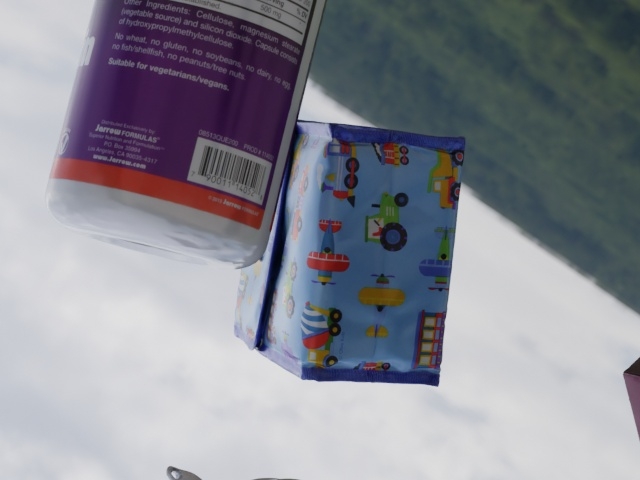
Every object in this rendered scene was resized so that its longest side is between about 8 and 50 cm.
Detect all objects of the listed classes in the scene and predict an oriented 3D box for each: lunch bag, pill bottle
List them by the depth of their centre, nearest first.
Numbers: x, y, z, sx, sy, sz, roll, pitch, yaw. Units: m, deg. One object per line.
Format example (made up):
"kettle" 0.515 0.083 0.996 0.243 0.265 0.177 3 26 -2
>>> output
"pill bottle" -0.098 -0.148 1.373 0.182 0.323 0.181 13 174 1
"lunch bag" 0.000 0.000 1.598 0.138 0.221 0.293 5 -176 -24

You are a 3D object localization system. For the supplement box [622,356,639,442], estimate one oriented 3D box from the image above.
"supplement box" 0.317 0.097 1.283 0.081 0.104 0.188 9 -144 44

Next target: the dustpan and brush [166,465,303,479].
"dustpan and brush" -0.071 0.287 1.791 0.211 0.060 0.147 43 -136 -30
